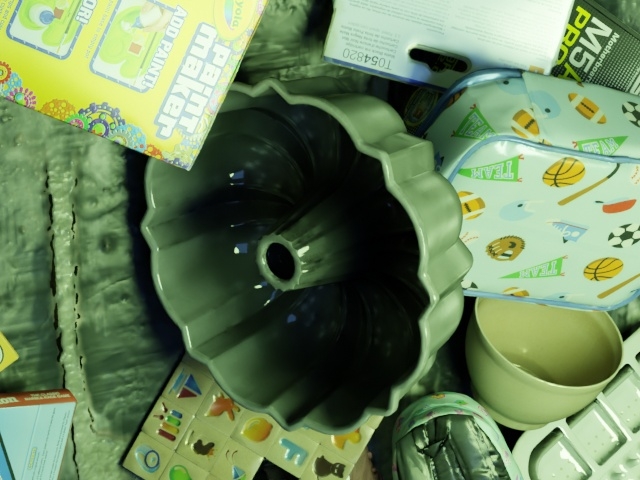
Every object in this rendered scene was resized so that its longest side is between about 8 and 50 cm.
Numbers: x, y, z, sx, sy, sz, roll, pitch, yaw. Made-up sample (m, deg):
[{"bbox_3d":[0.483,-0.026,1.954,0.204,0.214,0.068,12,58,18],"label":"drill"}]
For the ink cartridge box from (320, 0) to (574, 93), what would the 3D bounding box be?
[{"bbox_3d":[0.130,-0.249,1.675,0.223,0.045,0.224,15,100,-8],"label":"ink cartridge box"}]

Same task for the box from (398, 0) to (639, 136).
[{"bbox_3d":[0.198,-0.123,1.791,0.216,0.060,0.270,30,93,-30],"label":"box"}]

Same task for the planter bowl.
[{"bbox_3d":[0.217,0.127,1.848,0.162,0.162,0.109,-1,134,-26],"label":"planter bowl"}]

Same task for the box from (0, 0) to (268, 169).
[{"bbox_3d":[-0.232,-0.216,1.407,0.279,0.290,0.177,21,98,-30],"label":"box"}]

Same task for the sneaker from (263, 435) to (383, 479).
[{"bbox_3d":[0.015,0.219,1.816,0.162,0.106,0.281,1,86,-62],"label":"sneaker"}]

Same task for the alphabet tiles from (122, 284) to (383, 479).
[{"bbox_3d":[-0.051,0.165,1.730,0.198,0.009,0.237,30,92,8],"label":"alphabet tiles"}]

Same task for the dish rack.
[{"bbox_3d":[0.378,0.282,1.937,0.285,0.072,0.333,-39,88,-21],"label":"dish rack"}]

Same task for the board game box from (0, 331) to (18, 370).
[{"bbox_3d":[-0.457,0.102,1.542,0.316,0.064,0.242,-38,120,-10],"label":"board game box"}]

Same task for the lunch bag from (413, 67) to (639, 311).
[{"bbox_3d":[0.201,-0.038,1.688,0.303,0.115,0.243,9,136,-25],"label":"lunch bag"}]

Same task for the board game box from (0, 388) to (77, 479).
[{"bbox_3d":[-0.321,0.265,1.650,0.145,0.027,0.281,-2,120,-37],"label":"board game box"}]

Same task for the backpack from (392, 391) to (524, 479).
[{"bbox_3d":[0.135,0.247,1.819,0.152,0.115,0.182,-21,104,0],"label":"backpack"}]

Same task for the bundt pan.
[{"bbox_3d":[0.000,0.000,1.603,0.124,0.331,0.331,-27,121,-46],"label":"bundt pan"}]
